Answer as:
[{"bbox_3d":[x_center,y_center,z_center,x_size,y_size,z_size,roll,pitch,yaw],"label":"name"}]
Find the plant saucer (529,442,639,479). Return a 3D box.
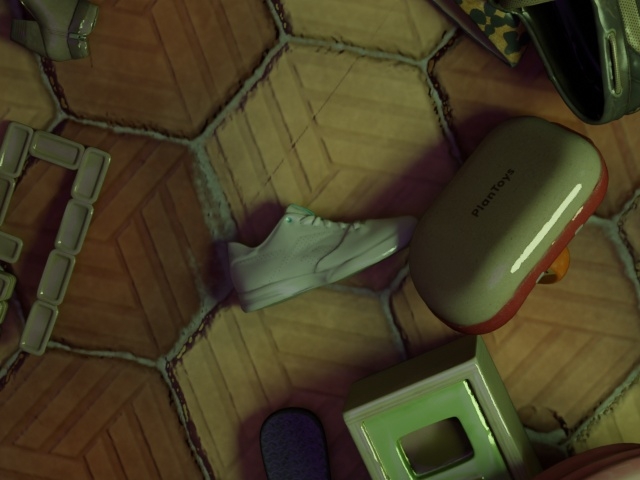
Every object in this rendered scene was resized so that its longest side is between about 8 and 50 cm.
[{"bbox_3d":[0.266,0.319,1.600,0.332,0.332,0.084,-46,49,12],"label":"plant saucer"}]

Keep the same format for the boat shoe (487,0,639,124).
[{"bbox_3d":[0.225,-0.267,1.501,0.132,0.130,0.355,-15,114,53],"label":"boat shoe"}]

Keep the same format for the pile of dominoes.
[{"bbox_3d":[-0.353,-0.008,1.721,0.196,0.040,0.251,20,94,3],"label":"pile of dominoes"}]

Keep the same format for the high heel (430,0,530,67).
[{"bbox_3d":[0.081,-0.245,1.582,0.261,0.093,0.186,-12,95,1],"label":"high heel"}]

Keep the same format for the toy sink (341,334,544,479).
[{"bbox_3d":[0.142,0.239,1.651,0.153,0.131,0.234,-23,98,11],"label":"toy sink"}]

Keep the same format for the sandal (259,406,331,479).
[{"bbox_3d":[-0.017,0.308,1.730,0.097,0.054,0.254,-1,91,-1],"label":"sandal"}]

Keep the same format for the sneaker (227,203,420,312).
[{"bbox_3d":[0.000,0.000,1.655,0.212,0.080,0.094,-21,86,11],"label":"sneaker"}]

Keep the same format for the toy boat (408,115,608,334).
[{"bbox_3d":[0.201,-0.002,1.604,0.231,0.151,0.151,-51,132,-4],"label":"toy boat"}]

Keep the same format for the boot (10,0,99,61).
[{"bbox_3d":[-0.275,-0.247,1.656,0.087,0.042,0.118,8,103,-1],"label":"boot"}]
